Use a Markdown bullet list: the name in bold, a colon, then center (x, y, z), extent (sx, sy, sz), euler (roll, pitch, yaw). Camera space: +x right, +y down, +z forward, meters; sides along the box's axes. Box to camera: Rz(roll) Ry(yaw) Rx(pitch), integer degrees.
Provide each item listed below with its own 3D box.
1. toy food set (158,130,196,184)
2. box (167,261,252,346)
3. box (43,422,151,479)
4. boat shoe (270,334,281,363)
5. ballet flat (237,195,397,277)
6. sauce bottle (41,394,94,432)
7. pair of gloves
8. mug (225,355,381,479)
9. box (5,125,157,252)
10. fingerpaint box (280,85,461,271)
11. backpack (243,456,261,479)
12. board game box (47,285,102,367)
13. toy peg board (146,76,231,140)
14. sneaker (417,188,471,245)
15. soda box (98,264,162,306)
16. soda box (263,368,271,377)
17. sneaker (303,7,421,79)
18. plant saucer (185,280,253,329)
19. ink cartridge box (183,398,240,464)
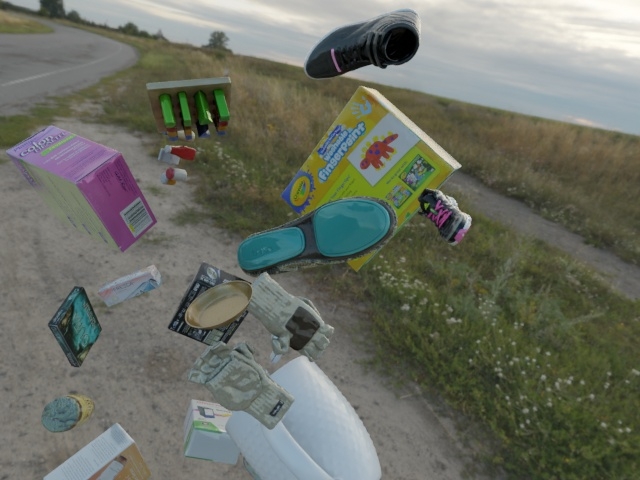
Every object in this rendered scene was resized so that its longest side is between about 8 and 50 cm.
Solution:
- **toy food set**: center (-0.475, -0.282, 1.290), extent (0.111, 0.232, 0.105), euler (32, 17, 32)
- **box**: center (-0.261, 0.162, 0.990), extent (0.148, 0.180, 0.077), euler (27, 29, -15)
- **box**: center (-0.502, 0.539, 0.932), extent (0.091, 0.130, 0.171), euler (17, 39, 38)
- **boat shoe**: center (-0.174, 0.406, 1.731), extent (0.076, 0.226, 0.083), euler (27, -18, -9)
- **ballet flat**: center (0.000, 0.000, 1.095), extent (0.483, 0.163, 0.182), euler (-16, -16, 28)
- **sauce bottle**: center (-0.848, 0.586, 1.400), extent (0.112, 0.111, 0.344), euler (4, -18, -18)
- **pair of gloves**: center (-0.100, 0.202, 0.755), extent (0.204, 0.240, 0.042), euler (38, -12, -23)
- **mug**: center (-0.032, 0.481, 0.957), extent (0.328, 0.276, 0.374), euler (44, -10, 21)
- **box**: center (-0.536, -0.117, 0.934), extent (0.243, 0.213, 0.117), euler (21, 54, 22)
- **fingerpaint box**: center (0.147, -0.190, 1.308), extent (0.371, 0.444, 0.163), euler (44, 28, 9)
- **backpack**: center (-0.154, 0.648, 1.240), extent (0.145, 0.165, 0.188), euler (-19, 46, -37)
- **board game box**: center (-0.635, 0.227, 1.065), extent (0.026, 0.186, 0.126), euler (7, 42, 0)
- **toy peg board**: center (-0.267, -0.257, 0.865), extent (0.162, 0.079, 0.160), euler (-12, -13, -17)
- **sneaker**: center (0.218, -0.049, 0.748), extent (0.075, 0.063, 0.170), euler (26, 26, -11)
- **soda box**: center (-0.613, 0.146, 1.320), extent (0.183, 0.062, 0.058), euler (-21, 26, 0)
- **soda box**: center (-0.281, 0.625, 1.526), extent (0.098, 0.091, 0.286), euler (-1, 41, 27)
- **sneaker**: center (0.093, -0.439, 0.939), extent (0.296, 0.104, 0.146), euler (-17, 36, 15)
- **plant saucer**: center (-0.116, 0.078, 0.478), extent (0.084, 0.015, 0.083), euler (-15, 27, 8)
- **ink cartridge box**: center (-0.331, 0.580, 1.250), extent (0.155, 0.093, 0.212), euler (19, -7, -18)
